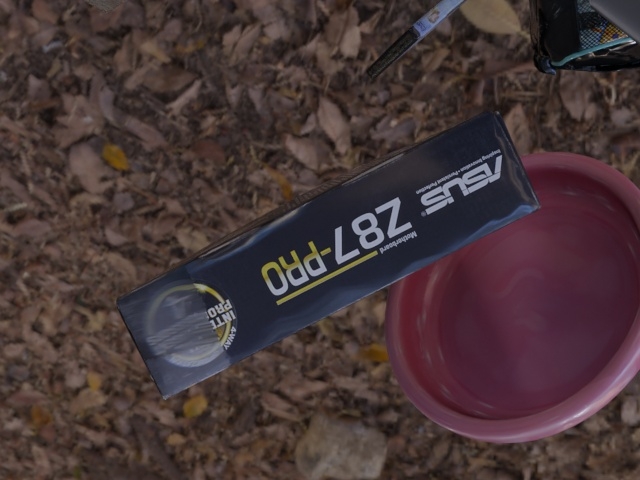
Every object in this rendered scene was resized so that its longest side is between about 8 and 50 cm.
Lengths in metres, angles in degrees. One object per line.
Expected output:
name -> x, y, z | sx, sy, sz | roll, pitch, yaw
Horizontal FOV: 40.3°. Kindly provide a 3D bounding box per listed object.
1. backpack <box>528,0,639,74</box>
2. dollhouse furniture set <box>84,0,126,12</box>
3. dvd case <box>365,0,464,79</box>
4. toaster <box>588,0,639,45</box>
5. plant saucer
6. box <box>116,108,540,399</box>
backpack -> 0.237, -0.191, 0.588 | 0.188, 0.166, 0.145 | -3, 99, 12
dollhouse furniture set -> -0.160, -0.354, 0.814 | 0.242, 0.212, 0.161 | -29, 87, 9
dvd case -> 0.185, -0.340, 1.273 | 0.022, 0.253, 0.180 | 49, 162, -5
toaster -> 0.202, -0.145, 0.330 | 0.110, 0.168, 0.186 | 45, 177, 22
plant saucer -> 0.226, 0.065, 0.961 | 0.332, 0.332, 0.084 | -22, 141, 34
box -> 0.000, 0.000, 0.822 | 0.318, 0.395, 0.097 | -25, 93, -1
